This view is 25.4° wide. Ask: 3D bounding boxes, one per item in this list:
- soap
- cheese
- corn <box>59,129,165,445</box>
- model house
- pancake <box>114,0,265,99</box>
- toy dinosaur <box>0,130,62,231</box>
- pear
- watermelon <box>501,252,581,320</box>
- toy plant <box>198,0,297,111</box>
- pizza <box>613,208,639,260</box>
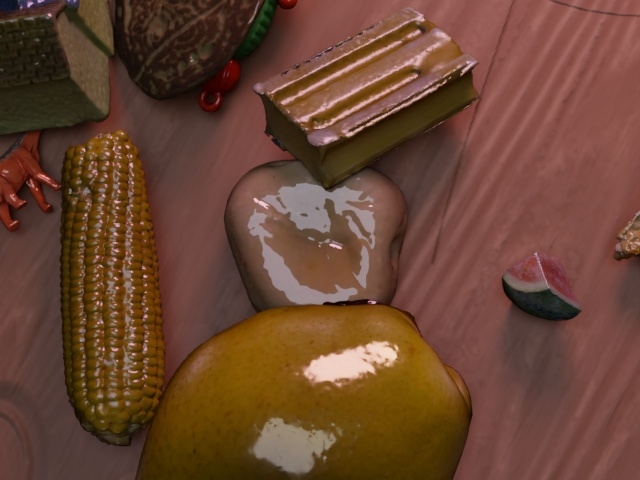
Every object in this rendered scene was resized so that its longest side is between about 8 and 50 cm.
[{"bbox_3d":[0.054,-0.165,1.617,0.233,0.076,0.135,-29,53,-23],"label":"soap"},{"bbox_3d":[0.000,0.000,1.629,0.218,0.117,0.235,-42,85,-4],"label":"cheese"},{"bbox_3d":[-0.240,0.054,1.634,0.120,0.120,0.363,-3,82,3],"label":"corn"},{"bbox_3d":[-0.351,-0.255,1.635,0.195,0.189,0.214,-4,72,4],"label":"model house"},{"bbox_3d":[-0.159,-0.291,1.657,0.250,0.031,0.250,-6,81,39],"label":"pancake"},{"bbox_3d":[-0.349,-0.083,1.690,0.279,0.055,0.101,-42,81,-17],"label":"toy dinosaur"},{"bbox_3d":[-0.020,0.253,1.510,0.386,0.191,0.340,-41,99,12],"label":"pear"},{"bbox_3d":[0.258,0.054,1.619,0.092,0.084,0.072,21,93,26],"label":"watermelon"},{"bbox_3d":[-0.111,-0.287,1.692,0.154,0.088,0.240,40,98,19],"label":"toy plant"},{"bbox_3d":[0.423,-0.024,1.632,0.194,0.069,0.154,-27,82,6],"label":"pizza"}]
